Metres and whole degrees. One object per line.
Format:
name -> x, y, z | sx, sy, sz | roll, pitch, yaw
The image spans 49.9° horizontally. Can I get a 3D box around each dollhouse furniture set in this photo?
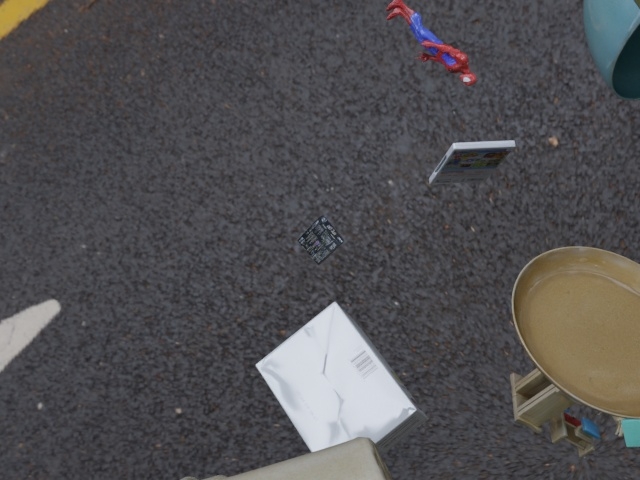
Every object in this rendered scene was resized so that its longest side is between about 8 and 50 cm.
dollhouse furniture set -> 0.507, 0.329, 1.418 | 0.129, 0.183, 0.129 | -50, 17, 36

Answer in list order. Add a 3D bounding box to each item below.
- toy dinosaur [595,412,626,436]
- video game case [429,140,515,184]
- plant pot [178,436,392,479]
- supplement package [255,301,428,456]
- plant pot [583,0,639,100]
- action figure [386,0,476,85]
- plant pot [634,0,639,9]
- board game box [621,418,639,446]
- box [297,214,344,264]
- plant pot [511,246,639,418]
toy dinosaur -> 0.571, 0.286, 1.349 | 0.092, 0.053, 0.183 | 5, 101, 21
video game case -> 0.211, -0.108, 0.970 | 0.087, 0.122, 0.011 | -3, 73, -8
plant pot -> -0.016, 0.460, 1.045 | 0.305, 0.334, 0.334 | -25, 66, -1
supplement package -> 0.042, 0.292, 1.330 | 0.204, 0.145, 0.262 | -38, 64, 0
plant pot -> 0.576, -0.418, 1.192 | 0.290, 0.290, 0.196 | -32, 59, 9
action figure -> 0.113, -0.197, 0.697 | 0.115, 0.038, 0.030 | 42, 86, 9
plant pot -> 0.401, -0.187, 0.533 | 0.293, 0.275, 0.275 | 43, 92, 18
board game box -> 0.622, 0.294, 1.123 | 0.160, 0.210, 0.047 | -23, 73, 51
box -> 0.000, 0.000, 1.326 | 0.067, 0.018, 0.083 | 49, 135, 6
plant pot -> 0.339, 0.109, 0.825 | 0.236, 0.032, 0.236 | 5, 50, -6
